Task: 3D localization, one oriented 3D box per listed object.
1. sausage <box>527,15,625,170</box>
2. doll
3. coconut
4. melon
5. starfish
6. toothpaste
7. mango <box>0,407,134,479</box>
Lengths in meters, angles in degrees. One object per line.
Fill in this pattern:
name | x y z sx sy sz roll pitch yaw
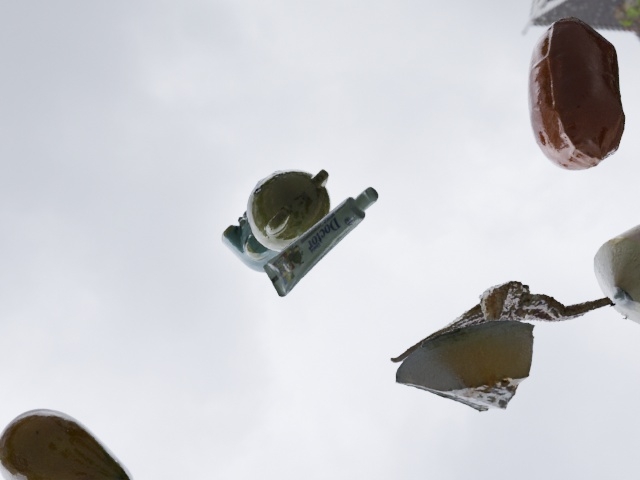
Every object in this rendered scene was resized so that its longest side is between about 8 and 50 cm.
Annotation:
sausage | 0.370 -0.217 0.986 0.133 0.133 0.258 12 -117 -9
doll | -0.079 -0.041 1.339 0.161 0.260 0.177 44 -121 0
coconut | 0.743 0.075 1.485 0.244 0.239 0.239 -24 -114 -20
melon | 0.209 0.194 0.916 0.202 0.139 0.093 -17 -145 6
starfish | 0.376 0.187 1.375 0.398 0.384 0.132 21 -151 -53
toothpaste | 0.000 0.000 1.086 0.067 0.255 0.037 56 -151 13
mango | -0.446 0.400 1.167 0.254 0.175 0.139 47 -135 -16
